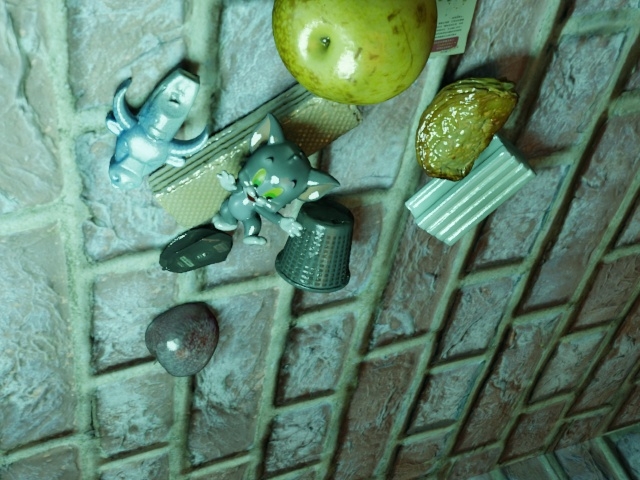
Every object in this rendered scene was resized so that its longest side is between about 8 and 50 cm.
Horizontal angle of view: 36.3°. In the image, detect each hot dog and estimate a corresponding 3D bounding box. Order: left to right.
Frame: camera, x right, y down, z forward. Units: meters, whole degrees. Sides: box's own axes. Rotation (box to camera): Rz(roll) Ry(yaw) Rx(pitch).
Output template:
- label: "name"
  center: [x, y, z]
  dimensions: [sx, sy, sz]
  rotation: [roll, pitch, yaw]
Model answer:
- label: "hot dog"
  center: [0.304, -0.251, 2.037]
  dimensions: [0.175, 0.114, 0.259]
  rotation: [8, 129, -33]

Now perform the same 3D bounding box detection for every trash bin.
- label: "trash bin"
  center: [0.000, 0.000, 2.121]
  dimensions: [0.175, 0.175, 0.161]
  rotation: [-3, 125, -29]

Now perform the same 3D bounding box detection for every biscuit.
- label: "biscuit"
  center: [-0.124, -0.178, 1.880]
  dimensions: [0.426, 0.078, 0.144]
  rotation: [-31, 143, 4]

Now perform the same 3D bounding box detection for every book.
- label: "book"
  center: [0.220, -0.438, 1.827]
  dimensions: [0.162, 0.022, 0.232]
  rotation: [-11, 141, -17]

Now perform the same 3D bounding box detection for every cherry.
- label: "cherry"
  center: [-0.307, 0.227, 2.207]
  dimensions: [0.176, 0.140, 0.176]
  rotation: [-16, 128, -21]

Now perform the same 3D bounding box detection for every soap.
- label: "soap"
  center: [0.344, -0.119, 2.238]
  dimensions: [0.265, 0.088, 0.159]
  rotation: [-41, 142, 19]

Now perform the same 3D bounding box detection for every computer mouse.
- label: "computer mouse"
  center: [-0.263, 0.015, 2.051]
  dimensions: [0.172, 0.057, 0.099]
  rotation: [-22, 147, 12]

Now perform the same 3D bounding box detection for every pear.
- label: "pear"
  center: [0.061, -0.360, 1.622]
  dimensions: [0.280, 0.281, 0.281]
  rotation: [-17, 143, -14]

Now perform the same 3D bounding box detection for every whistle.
- label: "whistle"
  center: [-0.301, -0.192, 1.740]
  dimensions: [0.180, 0.093, 0.269]
  rotation: [28, 119, -20]

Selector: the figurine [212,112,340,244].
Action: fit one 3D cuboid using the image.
- label: "figurine"
  center: [-0.098, -0.084, 1.827]
  dimensions: [0.140, 0.193, 0.265]
  rotation: [-48, 180, -34]
